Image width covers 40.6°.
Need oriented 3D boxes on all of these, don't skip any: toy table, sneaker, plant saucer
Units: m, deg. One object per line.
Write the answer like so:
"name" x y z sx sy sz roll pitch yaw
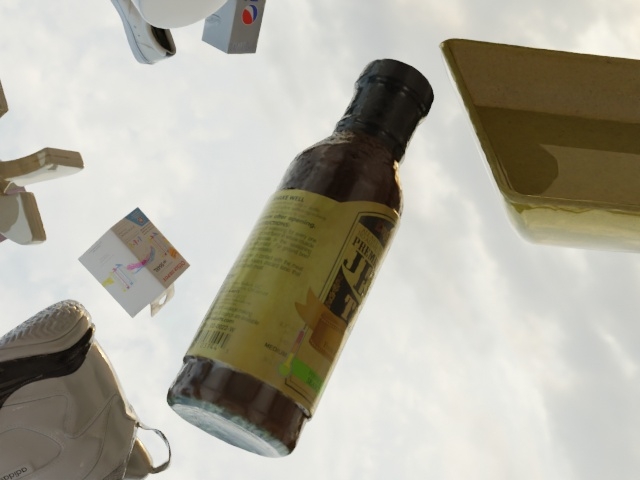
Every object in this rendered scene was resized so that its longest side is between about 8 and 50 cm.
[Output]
"toy table" -0.459 -0.086 1.144 0.252 0.161 0.274 65 -154 1
"sneaker" -0.349 -0.470 1.678 0.094 0.091 0.258 -59 -43 -48
"sneaker" -0.324 0.239 0.817 0.366 0.137 0.210 -38 -82 -9
"plant saucer" 0.293 -0.085 0.851 0.332 0.081 0.333 5 -145 -7

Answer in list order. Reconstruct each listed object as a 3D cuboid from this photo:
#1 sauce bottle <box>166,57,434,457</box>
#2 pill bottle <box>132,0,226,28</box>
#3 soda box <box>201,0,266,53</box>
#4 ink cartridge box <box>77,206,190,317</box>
"sauce bottle" 0.000 0.000 0.702 0.111 0.111 0.344 39 -115 -30
"pill bottle" -0.224 -0.413 1.067 0.161 0.161 0.283 -9 -118 -51
"soda box" -0.178 -0.562 1.906 0.098 0.286 0.091 34 -148 33
"ink cartridge box" -0.278 0.040 1.331 0.143 0.090 0.092 48 -151 -7
